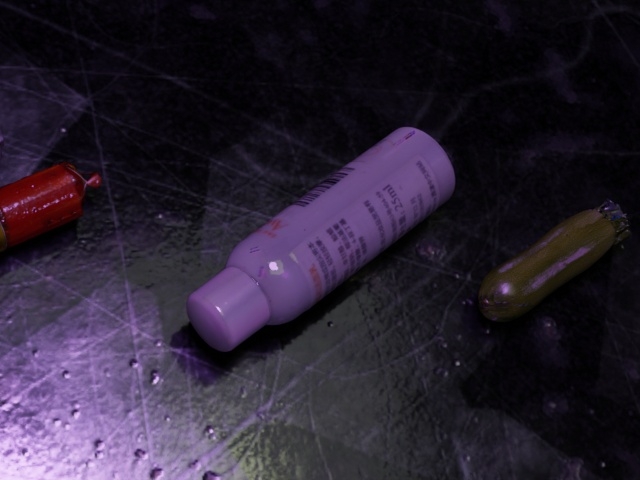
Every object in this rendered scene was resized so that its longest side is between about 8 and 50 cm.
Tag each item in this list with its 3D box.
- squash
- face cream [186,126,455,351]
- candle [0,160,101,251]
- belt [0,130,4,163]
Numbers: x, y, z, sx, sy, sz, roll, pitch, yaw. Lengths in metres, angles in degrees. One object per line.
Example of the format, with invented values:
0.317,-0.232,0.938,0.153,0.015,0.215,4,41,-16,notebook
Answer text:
0.207,0.018,1.263,0.183,0.052,0.052,-33,76,-28,squash
0.000,0.000,1.193,0.269,0.082,0.082,-36,78,-30,face cream
-0.237,-0.028,1.154,0.130,0.052,0.052,-28,74,-28,candle
-0.346,-0.050,1.074,0.184,0.105,0.261,16,57,17,belt
